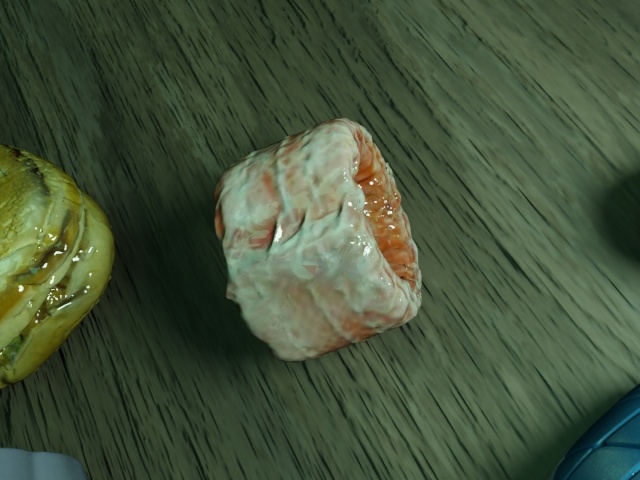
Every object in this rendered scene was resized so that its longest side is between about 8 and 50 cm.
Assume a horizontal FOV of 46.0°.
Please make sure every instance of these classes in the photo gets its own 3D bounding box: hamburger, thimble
[{"bbox_3d":[-0.426,0.031,1.000,0.304,0.174,0.284,-46,57,1],"label":"hamburger"},{"bbox_3d":[0.000,0.000,0.791,0.162,0.239,0.239,-19,63,17],"label":"thimble"}]

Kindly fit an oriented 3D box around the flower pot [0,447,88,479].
[{"bbox_3d":[-0.337,0.369,0.795,0.265,0.265,0.243,-27,47,12],"label":"flower pot"}]

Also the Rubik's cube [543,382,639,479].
[{"bbox_3d":[0.255,0.230,0.648,0.254,0.254,0.255,-9,66,21],"label":"Rubik's cube"}]
